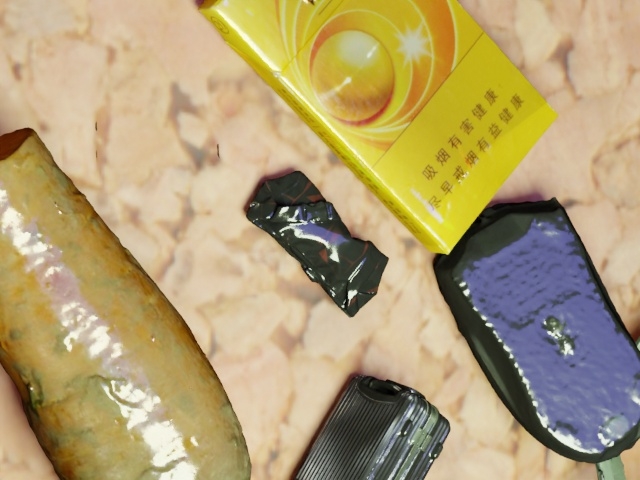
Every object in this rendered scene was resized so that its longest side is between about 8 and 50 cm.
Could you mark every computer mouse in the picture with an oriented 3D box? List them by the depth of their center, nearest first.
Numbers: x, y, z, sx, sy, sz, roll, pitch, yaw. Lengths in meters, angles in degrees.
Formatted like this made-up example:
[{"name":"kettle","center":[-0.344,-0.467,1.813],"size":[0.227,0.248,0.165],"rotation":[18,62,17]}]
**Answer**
[{"name":"computer mouse","center":[0.179,0.072,1.334],"size":[0.122,0.073,0.217],"rotation":[-27,87,-10]}]

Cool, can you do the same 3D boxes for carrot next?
[{"name":"carrot","center":[-0.155,0.070,1.152],"size":[0.139,0.139,0.301],"rotation":[-31,104,-21]}]

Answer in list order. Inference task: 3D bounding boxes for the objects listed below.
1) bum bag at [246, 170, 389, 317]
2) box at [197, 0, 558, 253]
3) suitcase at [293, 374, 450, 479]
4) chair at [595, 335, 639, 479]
[{"name":"bum bag","center":[0.000,0.000,1.274],"size":[0.058,0.034,0.124],"rotation":[-46,109,-8]},{"name":"box","center":[0.048,-0.133,1.288],"size":[0.269,0.043,0.152],"rotation":[46,73,-20]},{"name":"suitcase","center":[0.036,0.166,1.271],"size":[0.059,0.086,0.126],"rotation":[40,75,-37]},{"name":"chair","center":[0.342,0.157,1.367],"size":[0.203,0.190,0.274],"rotation":[29,108,-23]}]
